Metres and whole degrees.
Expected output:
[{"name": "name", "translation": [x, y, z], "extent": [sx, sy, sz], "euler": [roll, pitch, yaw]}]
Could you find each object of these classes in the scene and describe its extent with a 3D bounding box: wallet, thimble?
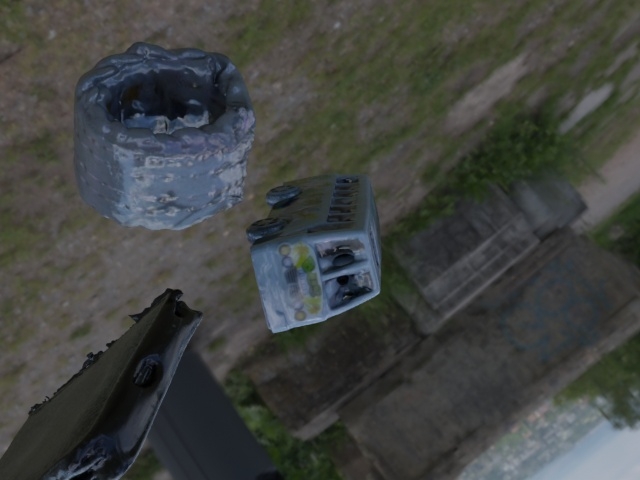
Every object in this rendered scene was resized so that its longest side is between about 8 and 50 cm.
[{"name": "wallet", "translation": [-0.174, 0.137, 0.633], "extent": [0.222, 0.036, 0.167], "euler": [-40, -162, 31]}, {"name": "thimble", "translation": [-0.135, -0.089, 0.796], "extent": [0.151, 0.127, 0.117], "euler": [-8, 145, -20]}]

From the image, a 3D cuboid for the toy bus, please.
[{"name": "toy bus", "translation": [0.000, 0.000, 1.066], "extent": [0.136, 0.109, 0.329], "euler": [-10, -165, 6]}]
